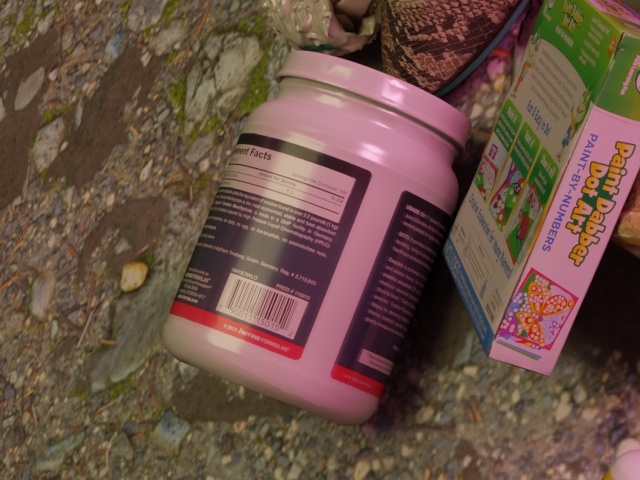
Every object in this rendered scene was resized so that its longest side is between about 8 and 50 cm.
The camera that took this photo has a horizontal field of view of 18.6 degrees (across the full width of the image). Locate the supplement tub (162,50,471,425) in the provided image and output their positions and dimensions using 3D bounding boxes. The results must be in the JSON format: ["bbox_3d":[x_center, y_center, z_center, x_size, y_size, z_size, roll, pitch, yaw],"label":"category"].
[{"bbox_3d":[0.000,0.000,1.618,0.191,0.191,0.272,15,82,55],"label":"supplement tub"}]

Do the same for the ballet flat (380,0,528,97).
[{"bbox_3d":[0.164,-0.315,1.604,0.483,0.182,0.164,-43,41,29],"label":"ballet flat"}]

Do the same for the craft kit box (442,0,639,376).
[{"bbox_3d":[0.171,-0.057,1.434,0.250,0.061,0.246,-102,30,-72],"label":"craft kit box"}]

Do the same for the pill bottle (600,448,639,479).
[{"bbox_3d":[0.217,0.204,1.290,0.184,0.103,0.103,-58,36,11],"label":"pill bottle"}]

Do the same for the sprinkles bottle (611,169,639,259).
[{"bbox_3d":[0.308,-0.150,1.360,0.121,0.121,0.355,10,80,54],"label":"sprinkles bottle"}]

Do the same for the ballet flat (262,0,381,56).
[{"bbox_3d":[0.075,-0.351,1.776,0.147,0.147,0.409,30,102,55],"label":"ballet flat"}]
